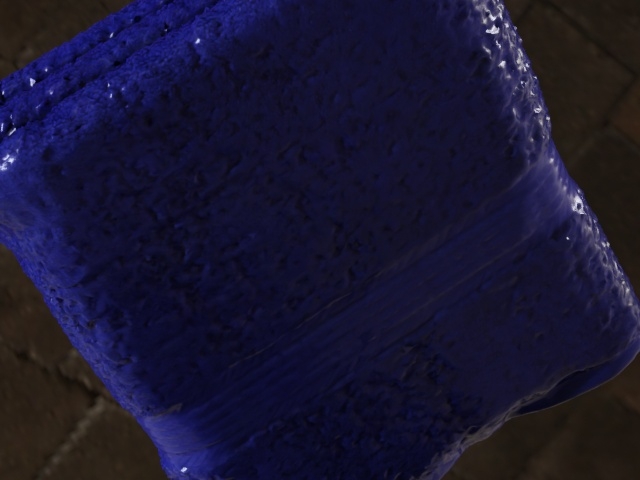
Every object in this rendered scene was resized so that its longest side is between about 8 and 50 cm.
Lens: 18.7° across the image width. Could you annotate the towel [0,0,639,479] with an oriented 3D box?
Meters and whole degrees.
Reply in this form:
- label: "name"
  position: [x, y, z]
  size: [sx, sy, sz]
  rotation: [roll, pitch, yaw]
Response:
- label: "towel"
  position: [0.000, 0.000, 0.843]
  size: [0.227, 0.076, 0.308]
  rotation: [-34, 133, -3]
